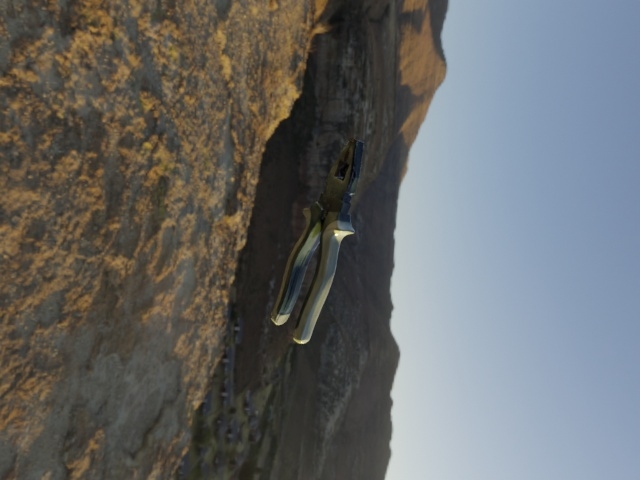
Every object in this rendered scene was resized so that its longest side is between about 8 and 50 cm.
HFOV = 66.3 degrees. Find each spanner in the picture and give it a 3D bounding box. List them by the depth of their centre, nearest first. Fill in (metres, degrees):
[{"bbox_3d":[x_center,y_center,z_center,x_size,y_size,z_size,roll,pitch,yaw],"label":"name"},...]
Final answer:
[{"bbox_3d":[0.000,0.000,0.759,0.040,0.095,0.325,6,109,-46],"label":"spanner"}]
